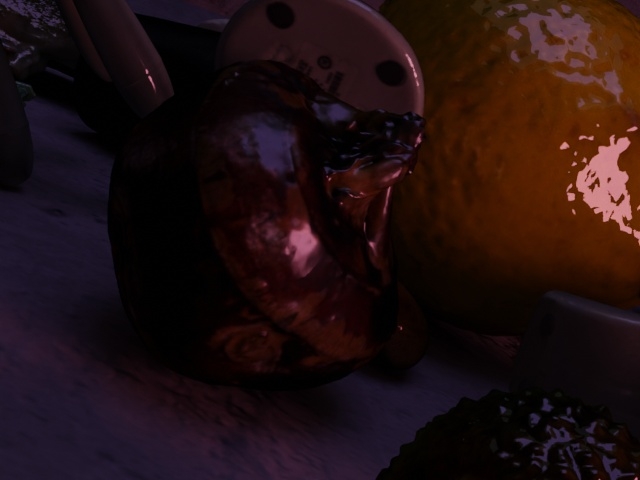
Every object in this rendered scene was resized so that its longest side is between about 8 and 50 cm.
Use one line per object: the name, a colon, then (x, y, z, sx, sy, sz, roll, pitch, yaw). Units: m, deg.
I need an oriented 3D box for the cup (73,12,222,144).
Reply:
cup: (-0.154, -0.134, 1.340, 0.177, 0.239, 0.166, 21, 55, 25)

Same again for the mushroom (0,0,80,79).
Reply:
mushroom: (-0.346, -0.255, 1.462, 0.344, 0.130, 0.247, 22, 10, 8)

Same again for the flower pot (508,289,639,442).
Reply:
flower pot: (0.298, 0.151, 0.790, 0.254, 0.165, 0.367, 11, 17, -16)

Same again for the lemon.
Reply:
lemon: (0.180, -0.075, 1.109, 0.387, 0.350, 0.349, 40, 21, 28)

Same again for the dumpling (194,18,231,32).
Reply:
dumpling: (-0.082, -0.181, 1.485, 0.250, 0.162, 0.132, 28, 46, 8)

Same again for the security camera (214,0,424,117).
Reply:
security camera: (-0.019, -0.074, 0.928, 0.157, 0.301, 0.080, 27, 43, 1)

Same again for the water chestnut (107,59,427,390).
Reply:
water chestnut: (-0.029, -0.011, 0.794, 0.238, 0.224, 0.223, -20, 2, 19)

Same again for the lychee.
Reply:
lychee: (0.097, 0.150, 0.542, 0.171, 0.171, 0.171, 20, 14, -5)

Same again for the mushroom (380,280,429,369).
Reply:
mushroom: (0.035, 0.062, 0.935, 0.129, 0.073, 0.088, 4, 51, -43)

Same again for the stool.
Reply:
stool: (-0.253, -0.188, 1.073, 0.195, 0.199, 0.195, -27, 31, -14)

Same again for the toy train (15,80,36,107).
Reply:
toy train: (-0.365, -0.179, 1.201, 0.149, 0.081, 0.099, 55, 9, -15)
